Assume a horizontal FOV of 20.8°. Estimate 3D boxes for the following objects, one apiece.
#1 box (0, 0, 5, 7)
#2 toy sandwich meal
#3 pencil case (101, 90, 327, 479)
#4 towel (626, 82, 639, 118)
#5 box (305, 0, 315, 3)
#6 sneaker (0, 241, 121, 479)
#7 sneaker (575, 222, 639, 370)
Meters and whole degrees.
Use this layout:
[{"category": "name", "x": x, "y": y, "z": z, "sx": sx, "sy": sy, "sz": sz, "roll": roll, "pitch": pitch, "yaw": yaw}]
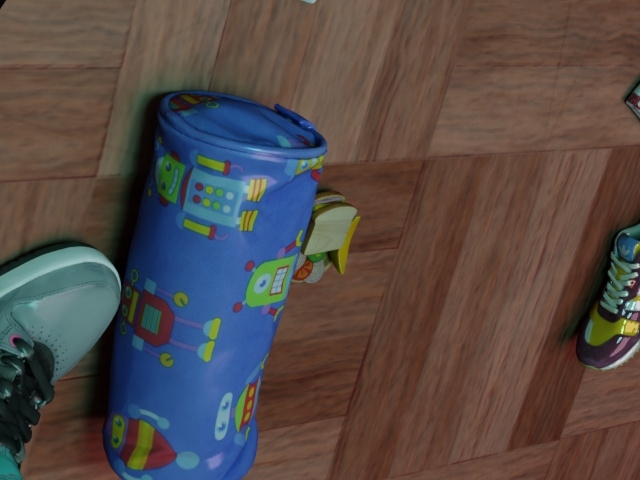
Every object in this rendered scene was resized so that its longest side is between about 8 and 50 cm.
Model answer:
[{"category": "box", "x": -0.215, "y": -0.216, "z": 0.897, "sx": 0.184, "sy": 0.103, "sz": 0.261, "roll": 33, "pitch": 92, "yaw": -8}, {"category": "toy sandwich meal", "x": 0.000, "y": 0.000, "z": 1.384, "sx": 0.085, "sy": 0.029, "sz": 0.085, "roll": -25, "pitch": 132, "yaw": -31}, {"category": "pencil case", "x": -0.078, "y": 0.041, "z": 1.265, "sx": 0.133, "sy": 0.119, "sz": 0.306, "roll": -13, "pitch": 125, "yaw": -43}, {"category": "towel", "x": 0.439, "y": -0.207, "z": 1.666, "sx": 0.329, "sy": 0.037, "sz": 0.237, "roll": -53, "pitch": 140, "yaw": -1}, {"category": "box", "x": 0.029, "y": -0.265, "z": 1.163, "sx": 0.186, "sy": 0.038, "sz": 0.145, "roll": -45, "pitch": 149, "yaw": -42}, {"category": "sneaker", "x": -0.216, "y": 0.137, "z": 1.151, "sx": 0.295, "sy": 0.178, "sz": 0.124, "roll": -43, "pitch": 139, "yaw": -14}, {"category": "sneaker", "x": 0.298, "y": 0.037, "z": 1.683, "sx": 0.185, "sy": 0.069, "sz": 0.084, "roll": -53, "pitch": 132, "yaw": -11}]
